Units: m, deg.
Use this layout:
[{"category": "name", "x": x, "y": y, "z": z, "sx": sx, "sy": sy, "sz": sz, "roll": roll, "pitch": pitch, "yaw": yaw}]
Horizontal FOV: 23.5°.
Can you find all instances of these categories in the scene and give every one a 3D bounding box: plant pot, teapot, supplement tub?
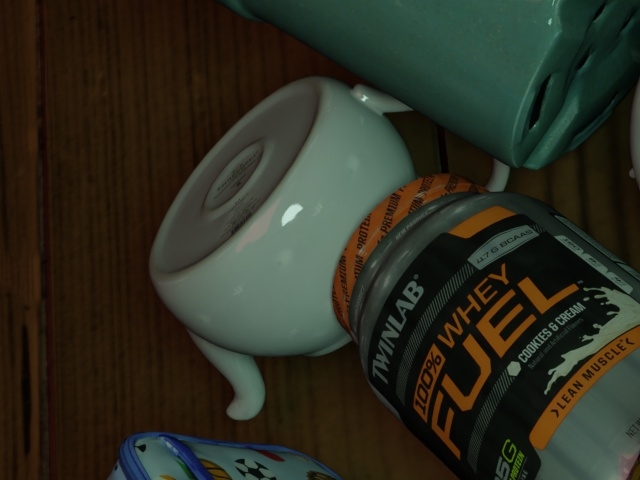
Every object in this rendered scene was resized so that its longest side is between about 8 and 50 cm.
[{"category": "plant pot", "x": 0.092, "y": -0.245, "z": 1.123, "sx": 0.334, "sy": 0.341, "sz": 0.341, "roll": 38, "pitch": 105, "yaw": 20}, {"category": "teapot", "x": 0.000, "y": 0.000, "z": 1.255, "sx": 0.256, "sy": 0.187, "sz": 0.252, "roll": -17, "pitch": 39, "yaw": 55}, {"category": "supplement tub", "x": 0.158, "y": 0.094, "z": 1.077, "sx": 0.316, "sy": 0.193, "sz": 0.193, "roll": 41, "pitch": 106, "yaw": 40}]

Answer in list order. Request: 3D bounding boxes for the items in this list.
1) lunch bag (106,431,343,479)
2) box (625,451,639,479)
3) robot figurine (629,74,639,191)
[{"category": "lunch bag", "x": -0.029, "y": 0.263, "z": 1.102, "sx": 0.303, "sy": 0.243, "sz": 0.115, "roll": 45, "pitch": 109, "yaw": 42}, {"category": "box", "x": 0.322, "y": 0.218, "z": 0.771, "sx": 0.177, "sy": 0.290, "sz": 0.279, "roll": 96, "pitch": 175, "yaw": -53}, {"category": "robot figurine", "x": 0.327, "y": -0.053, "z": 0.903, "sx": 0.353, "sy": 0.200, "sz": 0.300, "roll": 26, "pitch": 95, "yaw": 49}]
